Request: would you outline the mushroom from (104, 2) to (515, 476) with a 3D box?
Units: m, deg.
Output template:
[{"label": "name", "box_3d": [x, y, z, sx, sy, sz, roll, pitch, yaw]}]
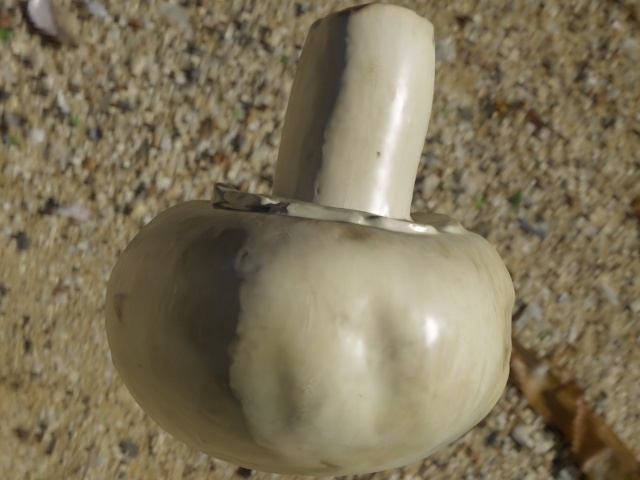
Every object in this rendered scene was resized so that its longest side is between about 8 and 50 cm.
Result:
[{"label": "mushroom", "box_3d": [0.000, 0.000, 1.116, 0.314, 0.314, 0.336, 9, 83, -11]}]
